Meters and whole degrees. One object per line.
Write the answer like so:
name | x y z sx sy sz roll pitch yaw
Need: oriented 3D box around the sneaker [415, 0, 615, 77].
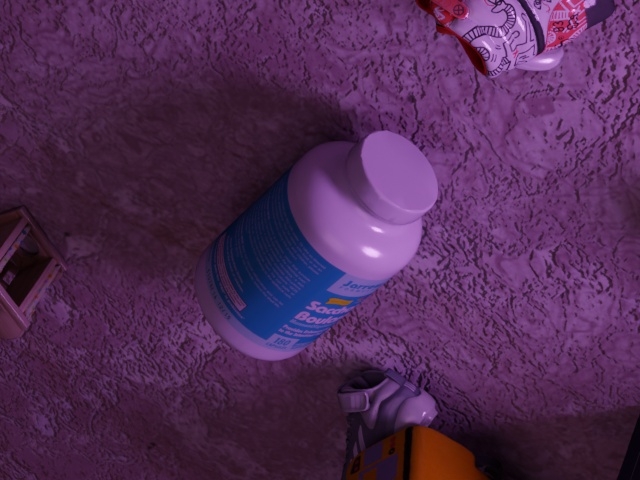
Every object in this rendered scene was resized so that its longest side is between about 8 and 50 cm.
sneaker | 0.132 -0.261 1.455 0.145 0.090 0.270 -31 120 -2

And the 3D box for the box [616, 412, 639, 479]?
box | 0.496 0.339 1.762 0.313 0.179 0.343 -9 123 32

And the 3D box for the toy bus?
toy bus | 0.182 0.337 1.910 0.130 0.108 0.333 -32 121 29

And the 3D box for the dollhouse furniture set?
dollhouse furniture set | -0.393 0.072 1.937 0.161 0.182 0.101 -17 119 33

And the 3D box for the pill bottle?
pill bottle | 0.000 0.000 1.730 0.146 0.146 0.264 39 133 -10

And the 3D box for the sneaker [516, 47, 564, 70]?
sneaker | 0.154 -0.204 1.558 0.152 0.053 0.061 33 130 -4

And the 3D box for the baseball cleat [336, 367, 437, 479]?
baseball cleat | 0.052 0.211 1.948 0.109 0.072 0.206 41 129 7
